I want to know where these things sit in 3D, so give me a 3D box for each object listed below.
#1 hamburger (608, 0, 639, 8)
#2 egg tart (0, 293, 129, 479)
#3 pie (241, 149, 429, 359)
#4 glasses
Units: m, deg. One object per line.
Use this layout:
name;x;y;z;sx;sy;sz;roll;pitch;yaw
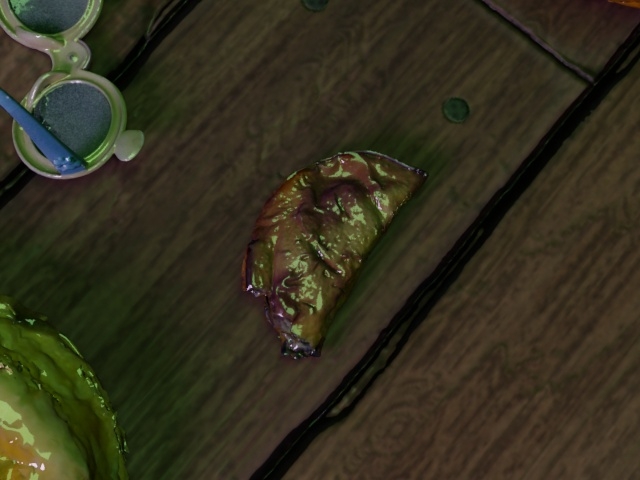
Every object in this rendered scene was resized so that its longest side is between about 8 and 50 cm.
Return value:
hamburger;0.228;-0.270;1.146;0.244;0.244;0.163;29;68;2
egg tart;-0.250;0.150;0.971;0.297;0.132;0.297;4;73;-13
pie;0.000;0.000;1.109;0.092;0.034;0.170;29;69;-2
glasses;-0.223;-0.144;1.051;0.088;0.220;0.190;-20;72;25
